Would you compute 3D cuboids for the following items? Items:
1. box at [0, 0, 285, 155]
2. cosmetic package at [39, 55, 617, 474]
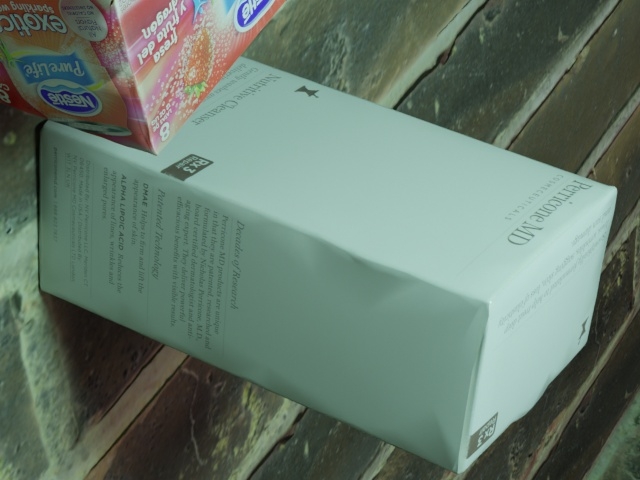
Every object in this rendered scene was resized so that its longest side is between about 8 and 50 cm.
[{"bbox_3d":[-0.108,-0.221,1.213,0.300,0.154,0.142,-55,152,-33],"label":"box"},{"bbox_3d":[0.000,0.000,1.312,0.217,0.385,0.156,-39,141,-50],"label":"cosmetic package"}]
